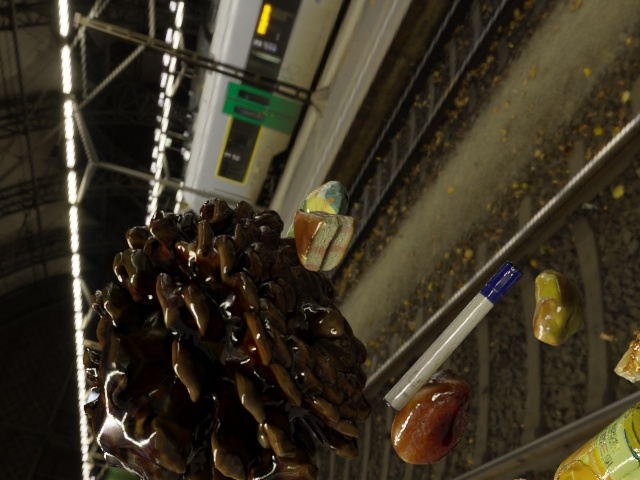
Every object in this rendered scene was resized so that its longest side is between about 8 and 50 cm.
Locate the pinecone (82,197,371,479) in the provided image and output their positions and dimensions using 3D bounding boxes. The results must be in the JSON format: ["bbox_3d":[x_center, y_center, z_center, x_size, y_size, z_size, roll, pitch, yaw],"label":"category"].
[{"bbox_3d":[-0.132,0.142,0.854,0.398,0.398,0.397,-164,90,-81],"label":"pinecone"}]

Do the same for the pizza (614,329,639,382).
[{"bbox_3d":[0.514,0.119,0.974,0.134,0.056,0.271,-33,-31,-36],"label":"pizza"}]

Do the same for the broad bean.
[{"bbox_3d":[0.179,0.286,1.057,0.084,0.114,0.165,-49,-24,-79],"label":"broad bean"}]

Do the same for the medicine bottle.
[{"bbox_3d":[0.443,0.322,0.947,0.124,0.124,0.238,-83,9,-46],"label":"medicine bottle"}]

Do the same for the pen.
[{"bbox_3d":[0.188,0.139,0.939,0.269,0.033,0.033,-49,10,1],"label":"pen"}]

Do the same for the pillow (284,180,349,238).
[{"bbox_3d":[-0.011,-0.009,1.296,0.233,0.086,0.214,-62,14,-1],"label":"pillow"}]

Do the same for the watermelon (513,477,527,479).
[{"bbox_3d":[0.408,0.611,1.333,0.318,0.148,0.226,-31,29,14],"label":"watermelon"}]

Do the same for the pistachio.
[{"bbox_3d":[0.513,0.142,1.418,0.100,0.110,0.189,-51,14,44],"label":"pistachio"}]

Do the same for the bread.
[{"bbox_3d":[0.000,0.000,0.660,0.109,0.043,0.062,-150,65,-72],"label":"bread"}]
